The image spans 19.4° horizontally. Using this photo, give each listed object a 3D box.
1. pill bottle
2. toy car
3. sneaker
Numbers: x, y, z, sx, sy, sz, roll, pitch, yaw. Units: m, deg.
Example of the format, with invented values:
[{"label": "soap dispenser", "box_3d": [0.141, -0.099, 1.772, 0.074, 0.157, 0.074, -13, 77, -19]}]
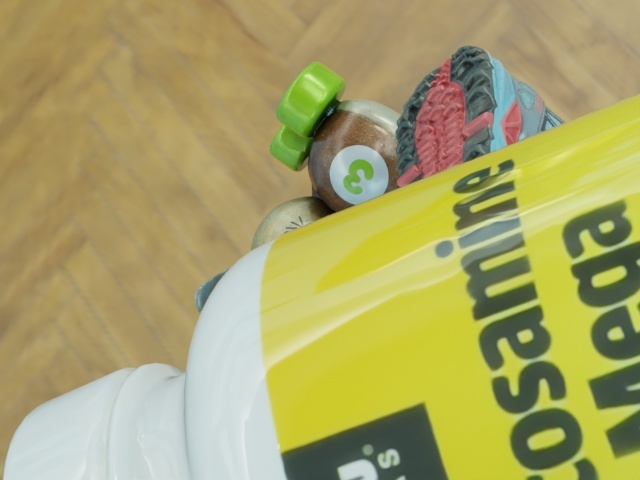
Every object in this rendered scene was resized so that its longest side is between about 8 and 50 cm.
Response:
[{"label": "pill bottle", "box_3d": [0.080, 0.062, 0.574, 0.334, 0.188, 0.188, -22, 58, 15]}, {"label": "toy car", "box_3d": [0.000, 0.000, 1.333, 0.155, 0.149, 0.188, 36, 73, 6]}, {"label": "sneaker", "box_3d": [0.114, 0.009, 1.071, 0.104, 0.125, 0.262, -34, 39, 44]}]
